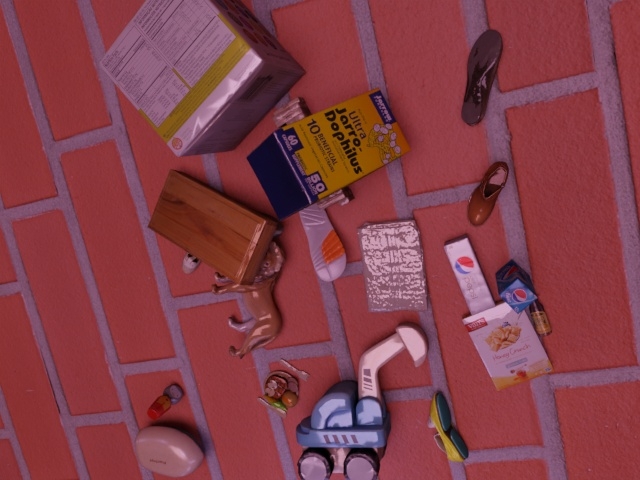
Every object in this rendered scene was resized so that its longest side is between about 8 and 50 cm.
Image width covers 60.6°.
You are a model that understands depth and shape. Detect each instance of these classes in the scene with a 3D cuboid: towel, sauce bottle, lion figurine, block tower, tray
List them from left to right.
[{"bbox_3d":[-0.336,-0.046,1.654,0.410,0.076,0.203,28,98,29],"label":"tray"},{"bbox_3d":[-0.200,0.194,1.734,0.240,0.142,0.392,-11,113,4],"label":"lion figurine"},{"bbox_3d":[-0.022,-0.246,1.602,0.097,0.091,0.336,-28,93,19],"label":"block tower"},{"bbox_3d":[0.214,0.078,1.629,0.187,0.049,0.282,-4,101,17],"label":"towel"},{"bbox_3d":[0.615,0.207,1.549,0.042,0.042,0.128,-22,94,18],"label":"sauce bottle"}]

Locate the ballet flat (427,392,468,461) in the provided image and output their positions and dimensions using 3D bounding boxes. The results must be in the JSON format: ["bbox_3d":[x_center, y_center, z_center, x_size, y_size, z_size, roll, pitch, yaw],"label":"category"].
[{"bbox_3d":[0.374,0.577,1.679,0.077,0.077,0.231,-22,97,35],"label":"ballet flat"}]

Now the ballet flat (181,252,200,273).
[{"bbox_3d":[-0.410,0.046,1.788,0.057,0.052,0.168,41,109,4],"label":"ballet flat"}]

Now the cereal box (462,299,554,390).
[{"bbox_3d":[0.539,0.295,1.584,0.173,0.047,0.240,-27,93,19],"label":"cereal box"}]

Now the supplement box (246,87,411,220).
[{"bbox_3d":[0.024,-0.227,1.437,0.194,0.356,0.195,62,150,-4],"label":"supplement box"}]

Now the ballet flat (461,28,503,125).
[{"bbox_3d":[0.432,-0.431,1.464,0.084,0.058,0.250,15,100,34],"label":"ballet flat"}]

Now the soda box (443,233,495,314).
[{"bbox_3d":[0.425,0.095,1.563,0.073,0.069,0.216,-22,96,18],"label":"soda box"}]

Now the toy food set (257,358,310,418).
[{"bbox_3d":[-0.130,0.496,1.812,0.132,0.038,0.192,30,107,8],"label":"toy food set"}]

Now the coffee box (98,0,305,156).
[{"bbox_3d":[-0.311,-0.473,1.502,0.338,0.337,0.334,-43,88,20],"label":"coffee box"}]

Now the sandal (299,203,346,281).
[{"bbox_3d":[0.010,-0.004,1.659,0.101,0.076,0.265,-19,75,4],"label":"sandal"}]

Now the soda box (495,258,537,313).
[{"bbox_3d":[0.520,0.119,1.466,0.071,0.210,0.067,44,109,2],"label":"soda box"}]

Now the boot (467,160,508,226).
[{"bbox_3d":[0.444,-0.119,1.467,0.072,0.152,0.197,19,106,10],"label":"boot"}]

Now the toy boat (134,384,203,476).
[{"bbox_3d":[-0.524,0.671,1.916,0.267,0.148,0.319,5,110,19],"label":"toy boat"}]

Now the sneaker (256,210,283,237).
[{"bbox_3d":[-0.211,-0.026,1.700,0.222,0.083,0.118,22,113,29],"label":"sneaker"}]

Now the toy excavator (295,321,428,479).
[{"bbox_3d":[0.125,0.486,1.668,0.432,0.222,0.446,-6,91,15],"label":"toy excavator"}]
